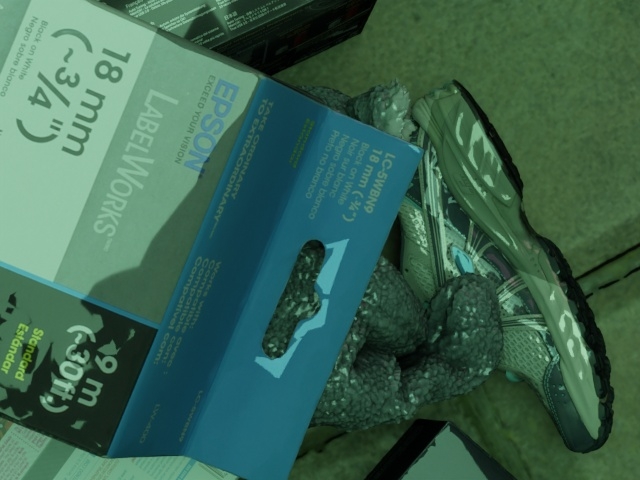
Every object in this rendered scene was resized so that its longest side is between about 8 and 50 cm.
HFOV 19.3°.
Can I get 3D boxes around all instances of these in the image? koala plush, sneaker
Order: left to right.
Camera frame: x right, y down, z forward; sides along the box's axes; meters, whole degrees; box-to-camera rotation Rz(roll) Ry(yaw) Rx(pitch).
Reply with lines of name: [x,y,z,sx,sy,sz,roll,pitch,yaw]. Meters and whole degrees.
koala plush: [0.000,0.000,1.244,0.196,0.203,0.221,6,106,31]
sneaker: [0.117,0.033,1.363,0.122,0.110,0.283,-28,85,12]

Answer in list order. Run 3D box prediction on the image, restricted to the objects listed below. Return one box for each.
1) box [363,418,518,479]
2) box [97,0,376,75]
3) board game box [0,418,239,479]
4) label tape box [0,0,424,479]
box: [0.107,0.207,1.305,0.156,0.158,0.093,42,84,0]
box: [-0.110,-0.130,1.277,0.307,0.242,0.077,-26,88,-5]
board game box: [-0.222,0.134,1.321,0.303,0.097,0.224,37,83,-2]
label tape box: [-0.129,-0.011,1.098,0.333,0.106,0.241,22,92,-5]
